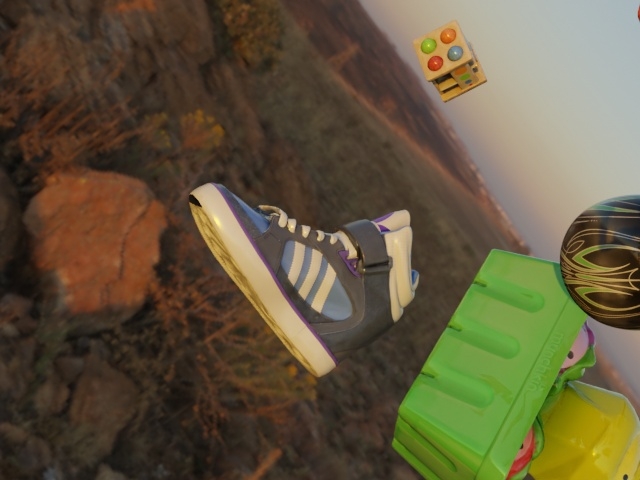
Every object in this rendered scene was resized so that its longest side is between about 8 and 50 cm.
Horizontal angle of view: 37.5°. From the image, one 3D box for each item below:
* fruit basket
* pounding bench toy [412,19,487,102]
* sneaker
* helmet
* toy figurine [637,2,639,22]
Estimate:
[{"bbox_3d":[0.327,0.243,1.328,0.392,0.392,0.283,58,-15,26],"label":"fruit basket"},{"bbox_3d":[0.131,-0.203,0.998,0.065,0.052,0.083,34,35,-59],"label":"pounding bench toy"},{"bbox_3d":[0.000,0.000,1.247,0.323,0.236,0.130,56,-14,-22],"label":"sneaker"},{"bbox_3d":[0.354,0.024,1.067,0.169,0.161,0.170,-3,90,-75],"label":"helmet"},{"bbox_3d":[0.343,-0.162,0.596,0.191,0.217,0.363,4,84,-45],"label":"toy figurine"}]
